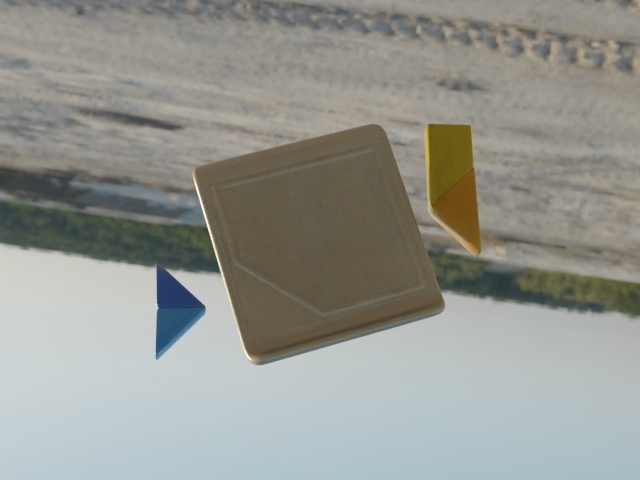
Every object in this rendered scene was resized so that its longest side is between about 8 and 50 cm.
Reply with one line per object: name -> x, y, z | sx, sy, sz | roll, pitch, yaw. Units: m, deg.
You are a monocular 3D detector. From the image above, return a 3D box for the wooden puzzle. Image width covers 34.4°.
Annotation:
wooden puzzle -> 0.000, 0.000, 0.340 | 0.116, 0.078, 0.014 | -8, 160, -9
